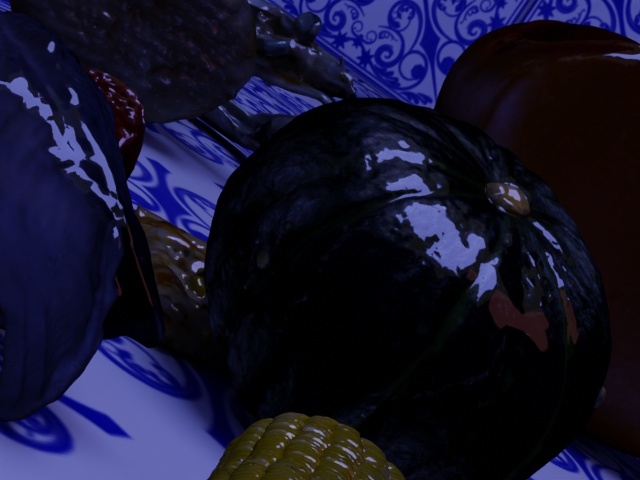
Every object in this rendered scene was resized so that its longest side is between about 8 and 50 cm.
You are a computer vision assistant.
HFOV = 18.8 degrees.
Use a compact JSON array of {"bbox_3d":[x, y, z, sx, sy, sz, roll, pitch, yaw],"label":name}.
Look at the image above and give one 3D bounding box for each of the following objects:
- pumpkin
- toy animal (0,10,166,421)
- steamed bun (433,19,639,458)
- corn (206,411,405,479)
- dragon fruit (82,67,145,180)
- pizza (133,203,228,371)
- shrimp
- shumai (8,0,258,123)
[{"bbox_3d":[0.044,0.030,0.969,0.220,0.162,0.220,35,25,-19],"label":"pumpkin"},{"bbox_3d":[-0.162,-0.044,0.816,0.298,0.122,0.185,40,10,27],"label":"toy animal"},{"bbox_3d":[0.230,0.018,1.500,0.379,0.248,0.235,43,3,-14],"label":"steamed bun"},{"bbox_3d":[-0.009,0.110,0.729,0.085,0.063,0.165,44,11,3],"label":"corn"},{"bbox_3d":[-0.197,-0.055,1.013,0.192,0.122,0.092,32,-31,11],"label":"dragon fruit"},{"bbox_3d":[-0.064,0.031,1.051,0.184,0.036,0.176,38,9,26],"label":"pizza"},{"bbox_3d":[-0.082,-0.152,1.649,0.360,0.085,0.247,22,-28,46],"label":"shrimp"},{"bbox_3d":[-0.153,-0.186,1.509,0.209,0.161,0.153,30,6,-20],"label":"shumai"}]
